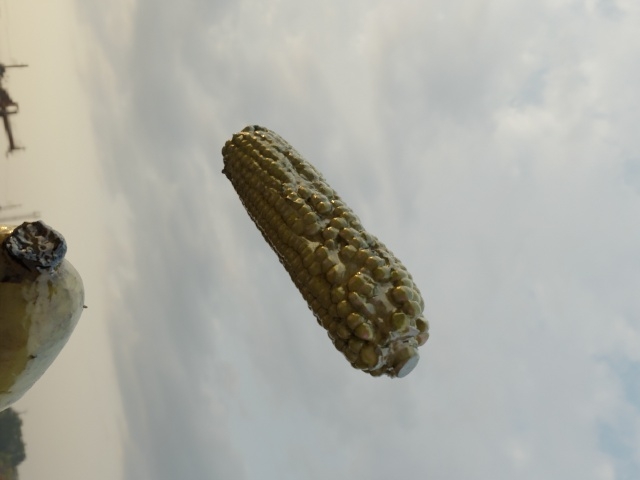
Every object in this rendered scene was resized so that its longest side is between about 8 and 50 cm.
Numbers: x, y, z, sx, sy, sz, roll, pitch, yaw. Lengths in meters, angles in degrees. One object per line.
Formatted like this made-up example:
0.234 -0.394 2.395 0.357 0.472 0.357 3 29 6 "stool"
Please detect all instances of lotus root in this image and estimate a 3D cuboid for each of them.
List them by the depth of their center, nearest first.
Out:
-0.358 0.084 0.768 0.284 0.160 0.146 -48 -165 28 "lotus root"

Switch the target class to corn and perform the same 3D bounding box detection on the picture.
0.000 0.000 0.611 0.288 0.087 0.086 53 -37 33 "corn"
